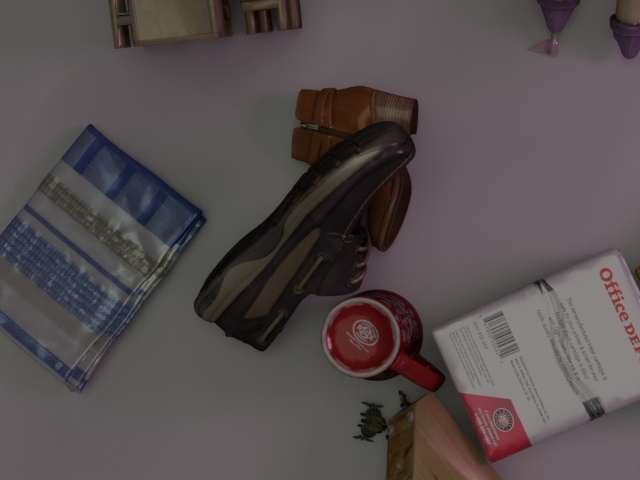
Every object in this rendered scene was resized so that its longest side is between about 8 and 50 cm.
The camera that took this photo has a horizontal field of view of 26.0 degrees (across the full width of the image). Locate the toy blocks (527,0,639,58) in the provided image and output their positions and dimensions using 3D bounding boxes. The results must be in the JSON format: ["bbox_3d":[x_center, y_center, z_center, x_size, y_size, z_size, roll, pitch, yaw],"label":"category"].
[{"bbox_3d":[0.389,-0.332,1.601,0.288,0.309,0.260,9,121,21],"label":"toy blocks"}]

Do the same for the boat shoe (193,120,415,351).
[{"bbox_3d":[0.000,0.000,1.645,0.130,0.132,0.355,42,120,-10],"label":"boat shoe"}]

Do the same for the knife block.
[{"bbox_3d":[0.198,0.334,1.623,0.242,0.088,0.276,11,66,-17],"label":"knife block"}]

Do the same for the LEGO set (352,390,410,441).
[{"bbox_3d":[0.075,0.218,1.695,0.083,0.023,0.054,-16,87,-6],"label":"LEGO set"}]

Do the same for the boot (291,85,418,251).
[{"bbox_3d":[0.035,-0.091,1.698,0.152,0.073,0.197,8,90,17],"label":"boot"}]

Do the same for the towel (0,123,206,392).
[{"bbox_3d":[-0.301,0.023,1.756,0.209,0.034,0.285,37,91,11],"label":"towel"}]

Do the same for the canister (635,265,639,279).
[{"bbox_3d":[0.469,0.021,1.616,0.170,0.073,0.126,-44,83,6],"label":"canister"}]

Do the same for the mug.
[{"bbox_3d":[0.075,0.114,1.623,0.150,0.169,0.113,8,88,10],"label":"mug"}]

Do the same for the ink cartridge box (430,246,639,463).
[{"bbox_3d":[0.273,0.133,1.625,0.237,0.100,0.172,-25,84,8],"label":"ink cartridge box"}]

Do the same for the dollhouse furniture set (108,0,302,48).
[{"bbox_3d":[-0.151,-0.319,1.641,0.212,0.242,0.161,-5,99,9],"label":"dollhouse furniture set"}]
